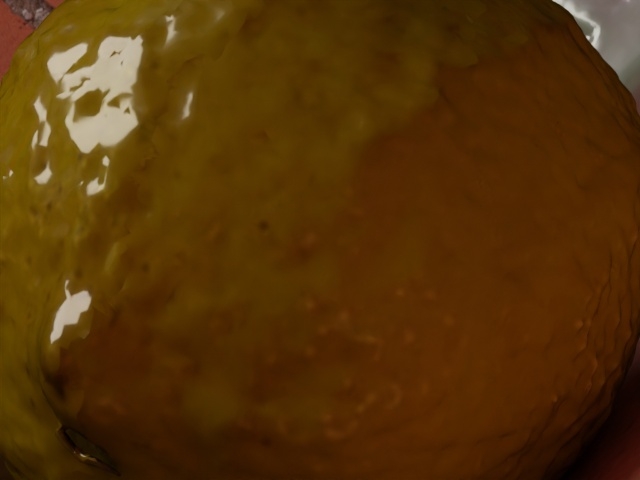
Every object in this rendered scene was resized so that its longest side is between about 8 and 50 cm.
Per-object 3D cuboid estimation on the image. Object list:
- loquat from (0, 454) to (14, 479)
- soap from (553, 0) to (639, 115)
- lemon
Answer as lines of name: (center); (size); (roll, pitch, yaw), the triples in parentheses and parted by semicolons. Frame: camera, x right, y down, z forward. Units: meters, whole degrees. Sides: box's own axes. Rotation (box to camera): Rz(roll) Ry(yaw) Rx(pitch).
loquat: (-0.168, 0.158, 1.021); (0.276, 0.276, 0.283); (-46, -43, -50)
soap: (0.129, -0.109, 0.963); (0.347, 0.208, 0.115); (-46, -39, -2)
lemon: (0.000, 0.000, 0.725); (0.268, 0.268, 0.322); (-47, 0, 37)
